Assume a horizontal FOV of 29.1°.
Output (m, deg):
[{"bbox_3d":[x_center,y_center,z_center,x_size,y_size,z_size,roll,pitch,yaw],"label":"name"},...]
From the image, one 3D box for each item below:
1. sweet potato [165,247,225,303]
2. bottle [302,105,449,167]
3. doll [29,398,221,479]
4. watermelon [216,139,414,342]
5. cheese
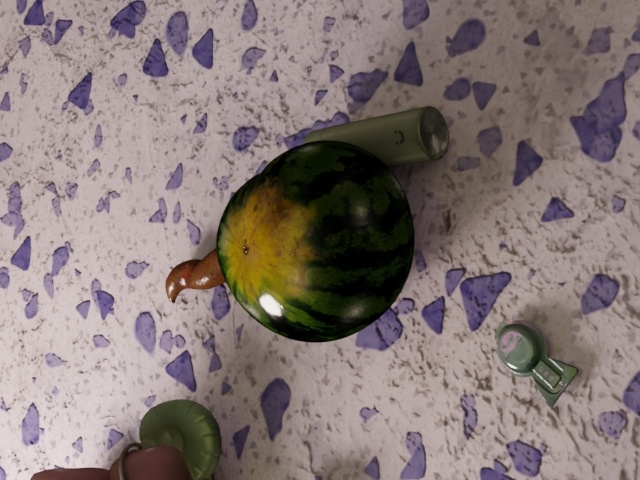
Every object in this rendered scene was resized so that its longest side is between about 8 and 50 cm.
[{"bbox_3d":[-0.166,0.043,1.854,0.202,0.058,0.055,-23,90,35],"label":"sweet potato"},{"bbox_3d":[0.072,-0.130,1.666,0.201,0.072,0.072,-8,79,39],"label":"bottle"},{"bbox_3d":[-0.253,0.380,1.778,0.268,0.216,0.284,-20,69,30],"label":"doll"},{"bbox_3d":[-0.002,0.002,1.595,0.269,0.269,0.269,-7,79,39],"label":"watermelon"},{"bbox_3d":[0.255,0.143,1.501,0.121,0.026,0.067,46,113,35],"label":"cheese"}]
